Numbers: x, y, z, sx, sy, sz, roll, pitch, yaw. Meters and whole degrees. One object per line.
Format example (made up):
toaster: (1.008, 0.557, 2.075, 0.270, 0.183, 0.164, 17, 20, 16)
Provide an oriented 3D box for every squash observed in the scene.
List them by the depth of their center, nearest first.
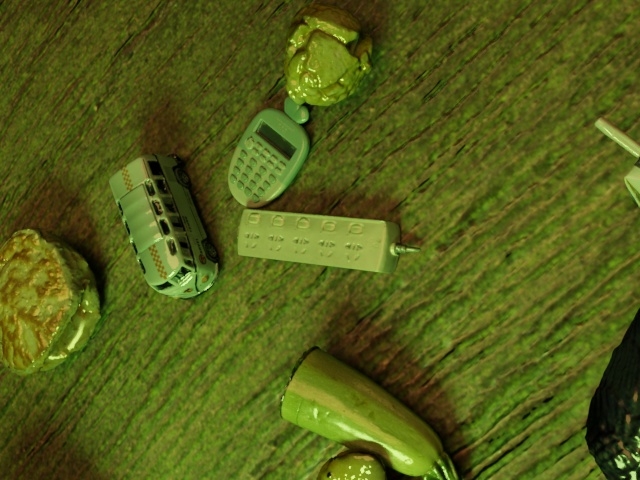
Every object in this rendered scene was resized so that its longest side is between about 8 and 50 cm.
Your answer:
squash: (0.064, 0.212, 0.928, 0.224, 0.094, 0.094, 29, 98, 19)

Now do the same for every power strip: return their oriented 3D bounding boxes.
power strip: (0.000, 0.000, 1.006, 0.252, 0.027, 0.060, 6, 87, 28)

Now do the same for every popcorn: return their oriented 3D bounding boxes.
popcorn: (0.009, -0.220, 0.989, 0.106, 0.116, 0.121, -2, 53, 1)

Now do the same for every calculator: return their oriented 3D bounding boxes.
calculator: (-0.063, -0.111, 1.055, 0.095, 0.021, 0.153, 40, 103, 25)

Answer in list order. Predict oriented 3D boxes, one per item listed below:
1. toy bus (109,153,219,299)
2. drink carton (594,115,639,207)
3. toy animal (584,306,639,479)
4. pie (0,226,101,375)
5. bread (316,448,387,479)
toy bus: (-0.204, -0.018, 1.081, 0.087, 0.089, 0.194, -30, 73, 22)
drink carton: (0.351, -0.054, 0.802, 0.200, 0.074, 0.084, 43, 104, 26)
toy animal: (0.332, 0.165, 0.757, 0.185, 0.122, 0.298, -4, 89, 39)
pie: (-0.398, 0.088, 1.173, 0.179, 0.084, 0.205, 45, 107, 25)
bread: (0.070, 0.308, 0.912, 0.149, 0.065, 0.188, -9, 97, 21)
